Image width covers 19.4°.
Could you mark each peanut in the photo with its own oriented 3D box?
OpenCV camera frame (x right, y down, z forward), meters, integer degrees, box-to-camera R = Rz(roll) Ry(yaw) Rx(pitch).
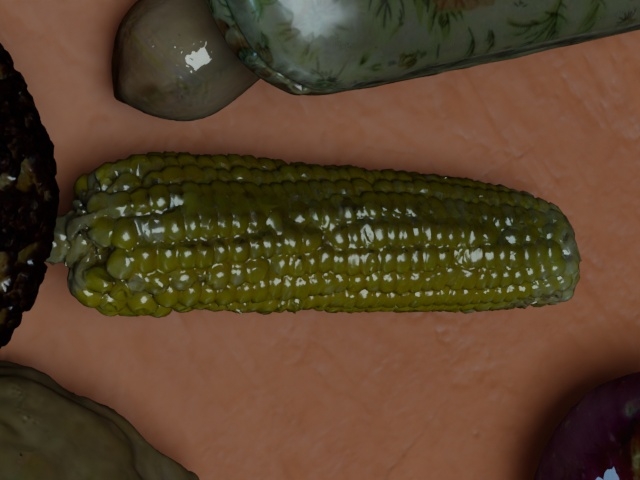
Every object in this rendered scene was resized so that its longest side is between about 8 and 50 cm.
[{"bbox_3d":[-0.051,-0.122,1.033,0.152,0.076,0.076,-37,110,-8],"label":"peanut"}]

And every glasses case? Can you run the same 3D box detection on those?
[{"bbox_3d":[0.128,-0.186,1.037,0.425,0.098,0.156,-14,88,-27],"label":"glasses case"}]

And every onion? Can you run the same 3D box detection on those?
[{"bbox_3d":[0.217,0.162,1.143,0.177,0.153,0.177,-6,119,-11],"label":"onion"}]

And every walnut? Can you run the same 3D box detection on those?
[{"bbox_3d":[-0.171,0.166,1.015,0.238,0.141,0.204,-12,100,-19],"label":"walnut"}]

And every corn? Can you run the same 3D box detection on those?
[{"bbox_3d":[0.000,0.000,1.062,0.319,0.097,0.097,3,100,-21],"label":"corn"}]

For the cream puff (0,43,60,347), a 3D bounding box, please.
[{"bbox_3d":[-0.248,-0.020,0.932,0.239,0.165,0.239,-2,96,-17],"label":"cream puff"}]
